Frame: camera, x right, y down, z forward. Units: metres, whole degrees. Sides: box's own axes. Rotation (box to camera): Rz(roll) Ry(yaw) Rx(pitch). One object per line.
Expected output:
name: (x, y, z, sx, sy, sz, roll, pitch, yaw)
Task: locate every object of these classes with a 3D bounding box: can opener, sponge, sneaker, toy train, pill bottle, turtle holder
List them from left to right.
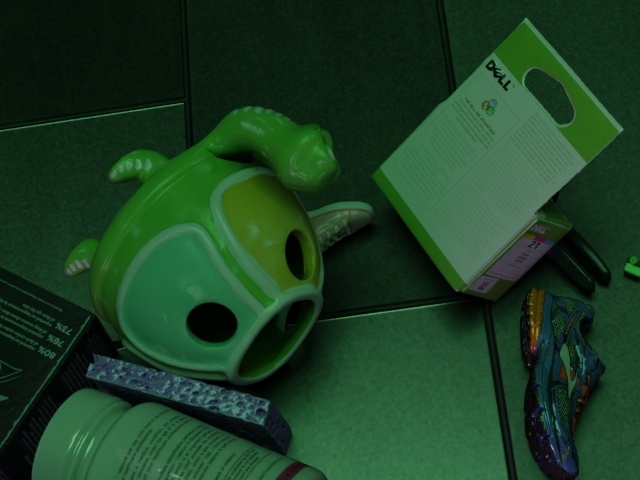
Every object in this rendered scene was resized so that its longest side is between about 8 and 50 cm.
pill bottle: (-0.148, 0.265, 1.598, 0.283, 0.160, 0.160, 20, 66, 19)
sponge: (-0.141, 0.178, 1.670, 0.210, 0.117, 0.031, 13, 71, 16)
turtle holder: (-0.095, 0.010, 1.674, 0.320, 0.243, 0.227, -45, 65, 0)
sneaker: (0.000, 0.000, 1.788, 0.134, 0.051, 0.070, -11, 61, 7)
can opener: (0.262, -0.016, 1.751, 0.059, 0.073, 0.186, -25, 69, -15)
sneaker: (0.265, 0.151, 1.645, 0.087, 0.083, 0.221, 0, 64, 0)
toy train: (0.380, 0.043, 1.721, 0.083, 0.017, 0.023, 25, 77, 21)

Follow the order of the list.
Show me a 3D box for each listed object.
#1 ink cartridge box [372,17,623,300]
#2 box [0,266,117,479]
ink cartridge box: (0.211, -0.086, 1.706, 0.255, 0.097, 0.189, -45, 60, 19)
box: (-0.354, 0.156, 1.722, 0.153, 0.108, 0.207, 25, 68, 21)
